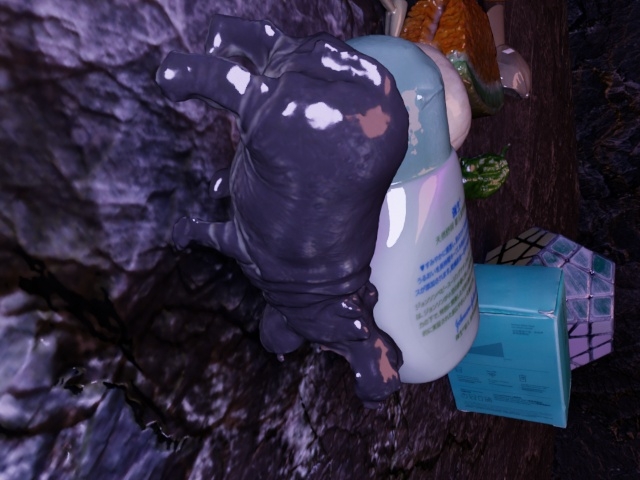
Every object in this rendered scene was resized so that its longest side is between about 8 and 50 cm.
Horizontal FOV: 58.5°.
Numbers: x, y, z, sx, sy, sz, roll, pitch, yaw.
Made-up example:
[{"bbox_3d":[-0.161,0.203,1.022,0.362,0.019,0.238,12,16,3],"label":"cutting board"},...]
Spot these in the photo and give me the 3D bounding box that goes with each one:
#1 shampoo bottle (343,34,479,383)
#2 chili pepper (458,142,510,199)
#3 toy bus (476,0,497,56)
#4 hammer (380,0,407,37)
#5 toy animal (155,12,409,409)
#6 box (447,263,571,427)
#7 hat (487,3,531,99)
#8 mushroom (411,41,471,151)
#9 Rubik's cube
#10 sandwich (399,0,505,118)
[{"bbox_3d":[0.073,-0.034,0.602,0.222,0.151,0.350,-44,129,-45],"label":"shampoo bottle"},{"bbox_3d":[0.302,-0.128,1.086,0.257,0.074,0.100,-21,110,-58],"label":"chili pepper"},{"bbox_3d":[0.254,-0.368,0.995,0.172,0.072,0.057,51,47,-47],"label":"toy bus"},{"bbox_3d":[0.055,-0.312,0.696,0.195,0.028,0.060,25,76,-55],"label":"hammer"},{"bbox_3d":[-0.015,0.001,0.438,0.343,0.168,0.106,81,25,-45],"label":"toy animal"},{"bbox_3d":[0.327,0.184,1.010,0.118,0.205,0.311,-63,141,-41],"label":"box"},{"bbox_3d":[0.411,-0.406,1.233,0.166,0.144,0.173,-15,127,-62],"label":"hat"},{"bbox_3d":[0.112,-0.161,0.701,0.154,0.122,0.154,62,0,0],"label":"mushroom"},{"bbox_3d":[0.490,0.127,1.237,0.319,0.319,0.264,14,104,-60],"label":"Rubik's cube"},{"bbox_3d":[0.206,-0.268,0.874,0.292,0.109,0.212,29,66,-57],"label":"sandwich"}]
